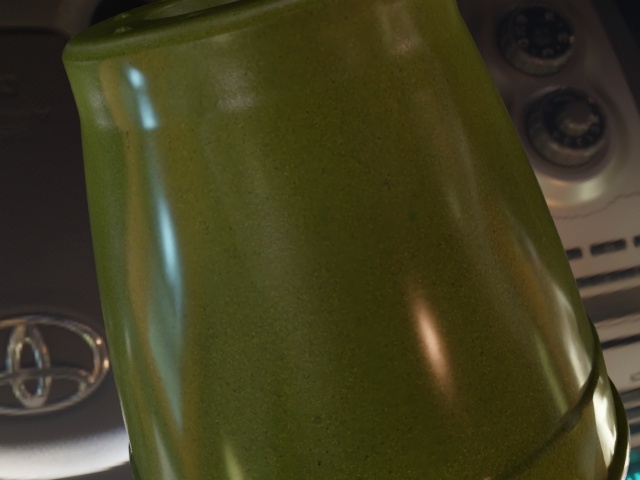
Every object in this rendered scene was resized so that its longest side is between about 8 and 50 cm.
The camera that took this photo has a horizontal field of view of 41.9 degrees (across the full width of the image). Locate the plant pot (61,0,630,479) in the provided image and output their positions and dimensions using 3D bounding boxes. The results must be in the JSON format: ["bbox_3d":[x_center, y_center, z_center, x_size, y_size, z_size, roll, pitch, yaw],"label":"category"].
[{"bbox_3d":[0.000,0.000,0.569,0.366,0.366,0.353,-15,113,1],"label":"plant pot"}]
